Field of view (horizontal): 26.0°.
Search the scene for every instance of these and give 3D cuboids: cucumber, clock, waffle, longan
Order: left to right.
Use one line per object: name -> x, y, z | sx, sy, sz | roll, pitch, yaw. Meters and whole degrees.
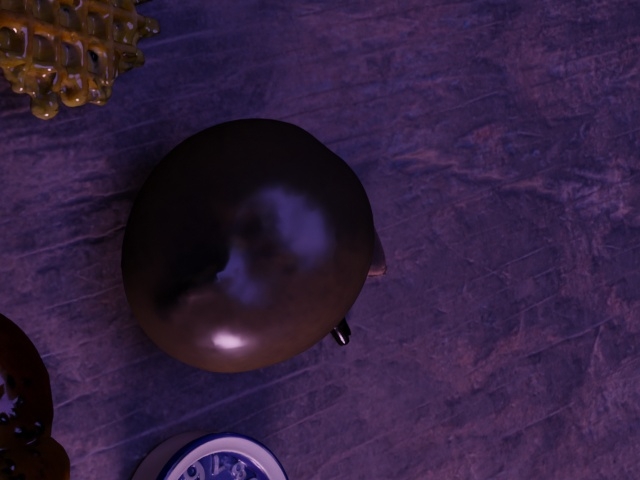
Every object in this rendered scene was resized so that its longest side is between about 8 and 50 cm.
waffle -> -0.311, -0.306, 1.646 | 0.312, 0.060, 0.307 | -47, 122, -50
clock -> -0.144, 0.359, 1.776 | 0.230, 0.083, 0.230 | 2, 87, -42
longan -> -0.091, 0.007, 1.701 | 0.319, 0.319, 0.319 | 3, 86, -40
cucumber -> 0.009, 0.094, 1.945 | 0.135, 0.034, 0.033 | 51, 54, -26

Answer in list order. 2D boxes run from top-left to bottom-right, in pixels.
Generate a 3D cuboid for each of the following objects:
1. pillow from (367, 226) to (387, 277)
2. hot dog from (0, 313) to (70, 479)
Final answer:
pillow -> 0.002, 0.002, 1.923 | 0.211, 0.034, 0.135 | -6, 65, -39
hot dog -> -0.434, 0.237, 1.452 | 0.365, 0.196, 0.367 | -2, 79, -45
